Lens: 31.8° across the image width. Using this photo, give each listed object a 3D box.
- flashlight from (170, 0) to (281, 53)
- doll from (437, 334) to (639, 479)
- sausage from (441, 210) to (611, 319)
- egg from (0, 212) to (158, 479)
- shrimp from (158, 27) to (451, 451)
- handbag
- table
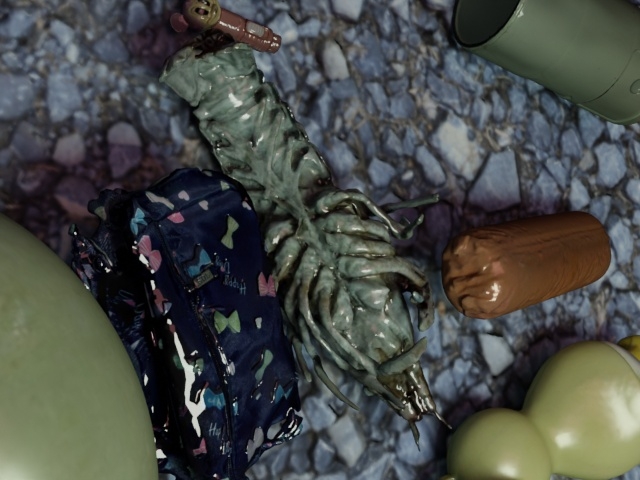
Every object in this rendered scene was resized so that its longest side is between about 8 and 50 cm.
[{"bbox_3d":[-0.084,-0.200,1.038,0.110,0.031,0.052,18,72,-28],"label":"flashlight"},{"bbox_3d":[0.233,0.189,1.126,0.296,0.117,0.141,-20,95,-19],"label":"doll"},{"bbox_3d":[0.208,0.019,1.108,0.289,0.086,0.086,-10,87,-52],"label":"sausage"},{"bbox_3d":[-0.244,0.148,0.731,0.278,0.278,0.336,-29,91,-32],"label":"egg"},{"bbox_3d":[0.002,0.003,0.993,0.221,0.166,0.411,-31,84,1],"label":"shrimp"},{"bbox_3d":[-0.107,0.074,0.890,0.162,0.113,0.260,-33,113,-57],"label":"handbag"},{"bbox_3d":[0.264,-0.220,1.200,0.220,0.126,0.126,20,72,-27],"label":"table"}]
